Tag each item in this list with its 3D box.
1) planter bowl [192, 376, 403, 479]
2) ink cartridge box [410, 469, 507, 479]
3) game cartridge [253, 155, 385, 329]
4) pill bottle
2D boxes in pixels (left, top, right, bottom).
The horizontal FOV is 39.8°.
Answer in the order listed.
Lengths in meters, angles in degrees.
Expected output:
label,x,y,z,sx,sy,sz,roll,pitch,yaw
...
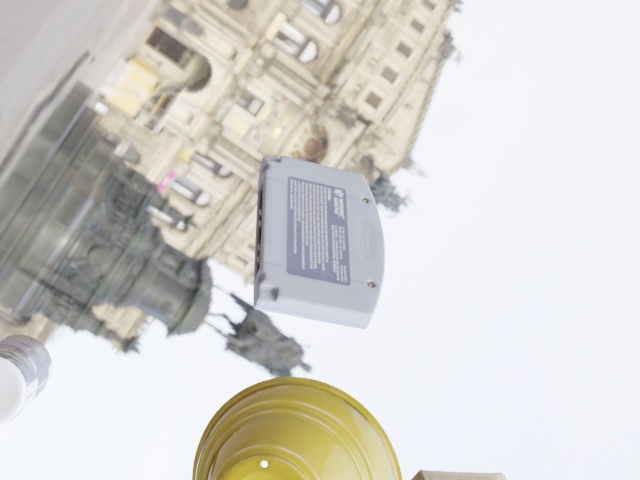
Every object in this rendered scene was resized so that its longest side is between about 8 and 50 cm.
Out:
label,x,y,z,sx,sy,sz,roll,pitch,yaw
planter bowl,-0.037,0.241,0.823,0.217,0.217,0.090,-54,167,8
ink cartridge box,0.261,0.513,1.503,0.088,0.193,0.235,-57,-145,33
game cartridge,0.000,0.000,1.333,0.060,0.196,0.294,111,-16,-45
pill bottle,-0.577,0.249,1.648,0.130,0.130,0.246,-56,-175,3
